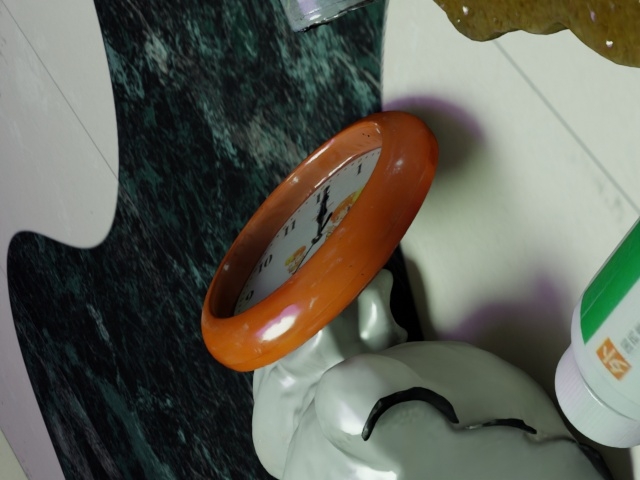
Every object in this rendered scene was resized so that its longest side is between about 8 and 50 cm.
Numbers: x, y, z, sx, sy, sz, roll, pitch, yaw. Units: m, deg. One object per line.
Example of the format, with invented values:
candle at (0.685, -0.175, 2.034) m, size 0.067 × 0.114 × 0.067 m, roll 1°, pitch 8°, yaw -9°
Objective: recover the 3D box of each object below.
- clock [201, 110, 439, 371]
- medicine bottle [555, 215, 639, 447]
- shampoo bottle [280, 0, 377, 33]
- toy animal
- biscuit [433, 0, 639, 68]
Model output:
clock at (0.000, 0.000, 0.933) m, size 0.051 × 0.205 × 0.205 m, roll 42°, pitch 163°, yaw -18°
medicine bottle at (0.184, 0.020, 0.678) m, size 0.095 × 0.095 × 0.260 m, roll 58°, pitch 154°, yaw 19°
shampoo bottle at (-0.026, -0.242, 0.911) m, size 0.072 × 0.072 × 0.214 m, roll -12°, pitch 101°, yaw 66°
toy animal at (0.036, 0.133, 1.001) m, size 0.357 × 0.194 × 0.257 m, roll 35°, pitch 148°, yaw 61°
biscuit at (0.131, -0.166, 0.678) m, size 0.183 × 0.047 × 0.320 m, roll 67°, pitch 157°, yaw 3°
